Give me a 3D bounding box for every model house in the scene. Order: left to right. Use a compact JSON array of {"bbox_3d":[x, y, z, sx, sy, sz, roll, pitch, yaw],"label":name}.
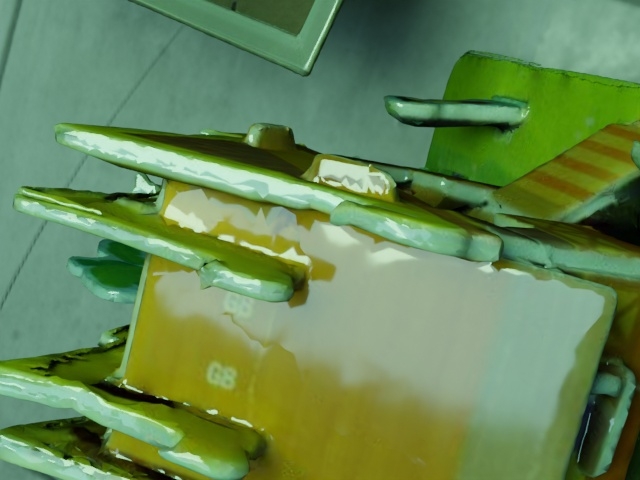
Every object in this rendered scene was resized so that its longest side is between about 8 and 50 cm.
[{"bbox_3d":[0.000,0.000,0.512,0.357,0.312,0.243,39,115,63],"label":"model house"}]

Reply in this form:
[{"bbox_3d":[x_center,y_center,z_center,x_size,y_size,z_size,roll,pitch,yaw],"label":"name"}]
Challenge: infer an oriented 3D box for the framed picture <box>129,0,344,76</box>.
[{"bbox_3d":[-0.059,-0.229,0.577,0.273,0.016,0.216,30,97,33],"label":"framed picture"}]
